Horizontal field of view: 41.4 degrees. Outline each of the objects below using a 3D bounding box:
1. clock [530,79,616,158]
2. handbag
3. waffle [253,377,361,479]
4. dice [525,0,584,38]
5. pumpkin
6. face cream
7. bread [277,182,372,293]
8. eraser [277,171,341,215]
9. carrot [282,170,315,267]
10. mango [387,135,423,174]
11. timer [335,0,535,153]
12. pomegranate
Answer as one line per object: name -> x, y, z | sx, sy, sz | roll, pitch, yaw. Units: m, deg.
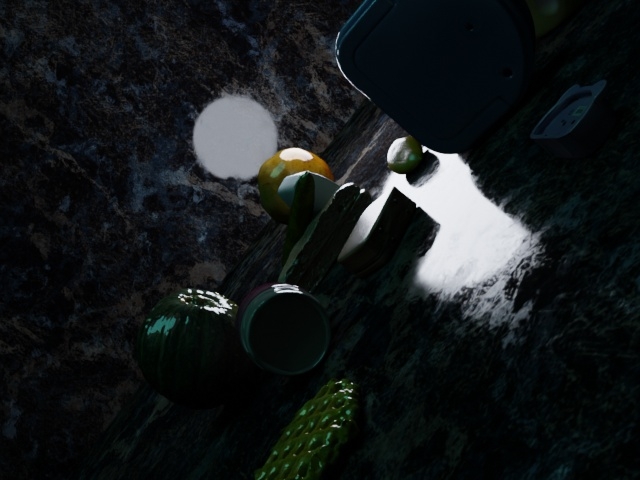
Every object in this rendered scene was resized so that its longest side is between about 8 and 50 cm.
clock -> 0.380, -0.176, 1.249 | 0.110, 0.050, 0.153 | -51, 10, 0
handbag -> 0.117, -0.012, 1.802 | 0.151, 0.072, 0.193 | -40, 17, 47
waffle -> -0.030, 0.325, 1.295 | 0.291, 0.051, 0.291 | -47, 10, 11
dice -> 0.469, -0.601, 1.859 | 0.227, 0.233, 0.238 | -57, 11, -26
pumpkin -> -0.278, 0.254, 2.008 | 0.328, 0.292, 0.257 | -33, -46, -73
face cream -> -0.076, 0.174, 1.688 | 0.175, 0.175, 0.195 | -52, 8, -6
bread -> 0.005, 0.003, 2.181 | 0.337, 0.102, 0.183 | -55, 6, -7
eraser -> -0.012, -0.120, 2.422 | 0.104, 0.189, 0.290 | -56, 10, -5
carrot -> -0.056, -0.046, 2.277 | 0.074, 0.074, 0.358 | -62, -14, -46
mango -> 0.213, -0.211, 2.119 | 0.101, 0.066, 0.187 | -51, 18, 8
timer -> 0.258, -0.397, 1.697 | 0.395, 0.395, 0.173 | -45, 9, 34
pomegranate -> -0.081, -0.170, 2.736 | 0.264, 0.264, 0.264 | -49, 10, 12
